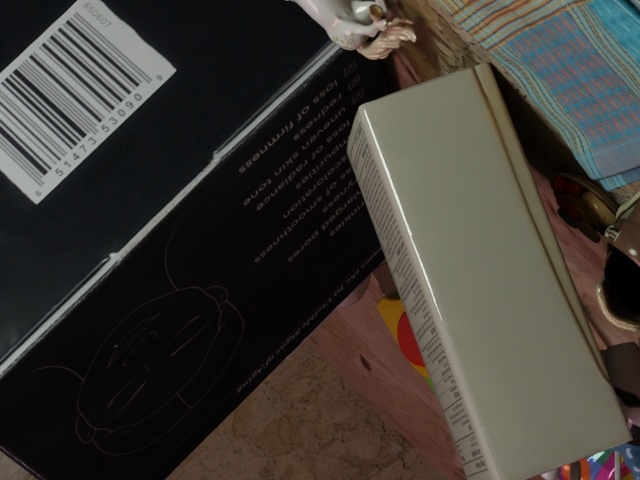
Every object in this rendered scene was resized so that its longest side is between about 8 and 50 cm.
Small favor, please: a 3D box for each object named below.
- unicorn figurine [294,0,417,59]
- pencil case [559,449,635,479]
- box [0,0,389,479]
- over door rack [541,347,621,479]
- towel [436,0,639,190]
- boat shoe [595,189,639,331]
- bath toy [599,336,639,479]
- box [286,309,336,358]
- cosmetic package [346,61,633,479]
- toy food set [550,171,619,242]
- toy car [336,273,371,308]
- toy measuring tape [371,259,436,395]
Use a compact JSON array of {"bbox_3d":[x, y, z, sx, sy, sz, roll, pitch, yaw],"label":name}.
[{"bbox_3d":[0.000,-0.202,1.413,0.162,0.060,0.111,56,158,-1],"label":"unicorn figurine"},{"bbox_3d":[0.273,0.215,2.018,0.236,0.104,0.104,40,170,33],"label":"pencil case"},{"bbox_3d":[-0.181,-0.028,1.682,0.297,0.480,0.472,42,171,22],"label":"box"},{"bbox_3d":[0.210,0.173,1.640,0.239,0.108,0.324,50,-157,-38],"label":"over door rack"},{"bbox_3d":[0.110,-0.178,1.124,0.370,0.040,0.271,45,170,-6],"label":"towel"},{"bbox_3d":[0.234,0.019,1.290,0.095,0.095,0.257,41,171,17],"label":"boat shoe"},{"bbox_3d":[0.304,0.126,1.357,0.348,0.151,0.129,124,138,-78],"label":"bath toy"},{"bbox_3d":[-0.054,0.018,2.285,0.181,0.182,0.119,51,171,-34],"label":"box"},{"bbox_3d":[0.125,0.035,1.398,0.160,0.113,0.309,108,142,-80],"label":"cosmetic package"},{"bbox_3d":[0.216,-0.022,1.420,0.083,0.020,0.082,37,169,37],"label":"toy food set"},{"bbox_3d":[0.000,0.000,1.982,0.159,0.182,0.136,18,165,22],"label":"toy car"},{"bbox_3d":[0.117,0.049,2.005,0.330,0.121,0.121,59,178,26],"label":"toy measuring tape"}]
